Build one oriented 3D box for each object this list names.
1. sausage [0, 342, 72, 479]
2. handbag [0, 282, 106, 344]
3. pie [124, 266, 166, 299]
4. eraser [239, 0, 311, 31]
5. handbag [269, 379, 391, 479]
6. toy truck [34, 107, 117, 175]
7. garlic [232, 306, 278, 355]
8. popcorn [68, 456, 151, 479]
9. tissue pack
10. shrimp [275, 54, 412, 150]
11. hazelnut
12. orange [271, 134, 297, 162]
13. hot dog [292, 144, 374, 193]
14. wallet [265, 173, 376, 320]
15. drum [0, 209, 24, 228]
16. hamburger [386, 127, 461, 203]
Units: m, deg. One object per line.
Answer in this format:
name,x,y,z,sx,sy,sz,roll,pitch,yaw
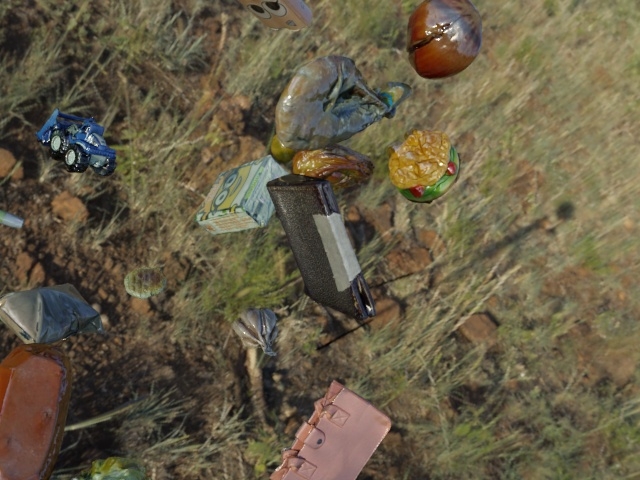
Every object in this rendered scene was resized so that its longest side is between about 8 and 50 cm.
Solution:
sausage,-0.454,0.278,0.891,0.133,0.133,0.258,22,50,-35
handbag,-0.643,0.184,1.411,0.182,0.117,0.270,42,12,9
pie,-0.360,0.085,1.207,0.084,0.020,0.084,5,50,-6
eraser,-0.160,-0.643,1.487,0.290,0.171,0.087,25,82,-56
handbag,0.021,0.383,1.090,0.157,0.212,0.059,40,-9,-30
toy truck,-0.608,-0.251,1.474,0.208,0.126,0.113,31,15,28
garlic,-0.184,0.275,1.724,0.131,0.127,0.194,-12,32,-14
popcorn,-0.447,0.544,1.192,0.212,0.198,0.198,-5,59,-26
tissue pack,-0.272,-0.146,2.014,0.128,0.311,0.228,42,58,-31
shrimp,0.057,-0.333,1.391,0.110,0.221,0.446,32,35,31
hazelnut,0.319,-0.535,1.534,0.181,0.181,0.212,-149,-139,-84
orange,-0.107,-0.279,1.768,0.085,0.095,0.085,9,22,-4
hot dog,0.042,-0.197,1.655,0.272,0.196,0.122,11,58,-62
wallet,0.000,0.000,0.939,0.071,0.262,0.221,-21,103,-14
drum,-0.826,-0.099,1.362,0.253,0.049,0.130,10,50,-35
hamburger,0.305,-0.236,1.773,0.149,0.237,0.237,39,30,-51
